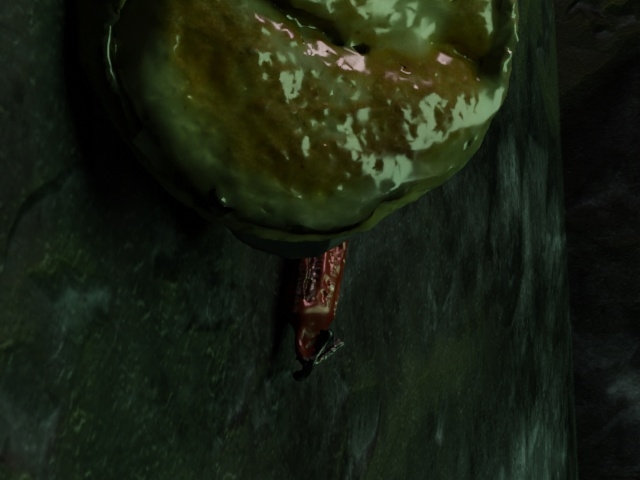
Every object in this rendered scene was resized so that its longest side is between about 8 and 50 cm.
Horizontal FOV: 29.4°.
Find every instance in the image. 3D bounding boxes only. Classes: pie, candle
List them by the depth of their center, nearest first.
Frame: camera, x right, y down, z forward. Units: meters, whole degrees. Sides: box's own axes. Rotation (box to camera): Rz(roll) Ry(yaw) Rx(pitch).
[{"bbox_3d":[-0.011,-0.167,0.828,0.077,0.339,0.339,-178,-95,-72],"label":"pie"},{"bbox_3d":[0.000,0.000,1.194,0.084,0.059,0.302,49,39,-45],"label":"candle"}]

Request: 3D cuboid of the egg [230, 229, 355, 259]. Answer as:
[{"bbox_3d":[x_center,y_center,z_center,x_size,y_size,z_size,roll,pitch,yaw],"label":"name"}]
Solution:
[{"bbox_3d":[-0.014,-0.103,0.969,0.176,0.176,0.232,64,26,-51],"label":"egg"}]
